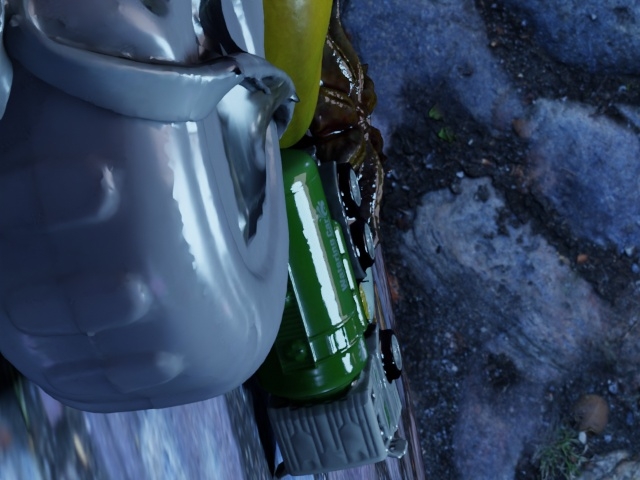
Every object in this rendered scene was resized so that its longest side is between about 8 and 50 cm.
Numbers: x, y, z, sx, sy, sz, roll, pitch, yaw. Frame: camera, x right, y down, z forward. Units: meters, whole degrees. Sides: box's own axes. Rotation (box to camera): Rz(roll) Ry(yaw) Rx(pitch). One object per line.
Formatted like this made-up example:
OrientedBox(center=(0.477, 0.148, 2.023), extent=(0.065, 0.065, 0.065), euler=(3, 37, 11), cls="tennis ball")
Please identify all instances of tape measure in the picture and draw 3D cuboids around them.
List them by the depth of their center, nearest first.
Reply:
OrientedBox(center=(-0.069, -0.042, 0.509), extent=(0.236, 0.120, 0.197), euler=(-77, 157, -67), cls="tape measure")

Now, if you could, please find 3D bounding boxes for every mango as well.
OrientedBox(center=(-0.046, -0.196, 1.127), extent=(0.176, 0.119, 0.317), euler=(-99, -177, -51), cls="mango")

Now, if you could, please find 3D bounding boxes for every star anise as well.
OrientedBox(center=(0.006, -0.115, 1.521), extent=(0.272, 0.102, 0.272), euler=(-11, 90, -76), cls="star anise")

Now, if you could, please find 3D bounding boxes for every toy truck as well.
OrientedBox(center=(-0.011, 0.046, 1.027), extent=(0.125, 0.101, 0.242), euler=(-75, 151, -68), cls="toy truck")

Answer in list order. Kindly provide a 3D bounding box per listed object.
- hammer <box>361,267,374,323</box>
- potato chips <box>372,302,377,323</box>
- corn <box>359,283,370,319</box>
OrientedBox(center=(0.000, 0.000, 1.435), extent=(0.116, 0.069, 0.194), euler=(-91, 163, -59), cls="hammer")
OrientedBox(center=(0.028, 0.089, 1.603), extent=(0.150, 0.049, 0.202), euler=(50, 31, -69), cls="potato chips")
OrientedBox(center=(-0.001, 0.047, 1.222), extent=(0.238, 0.080, 0.080), euler=(60, 19, -69), cls="corn")
